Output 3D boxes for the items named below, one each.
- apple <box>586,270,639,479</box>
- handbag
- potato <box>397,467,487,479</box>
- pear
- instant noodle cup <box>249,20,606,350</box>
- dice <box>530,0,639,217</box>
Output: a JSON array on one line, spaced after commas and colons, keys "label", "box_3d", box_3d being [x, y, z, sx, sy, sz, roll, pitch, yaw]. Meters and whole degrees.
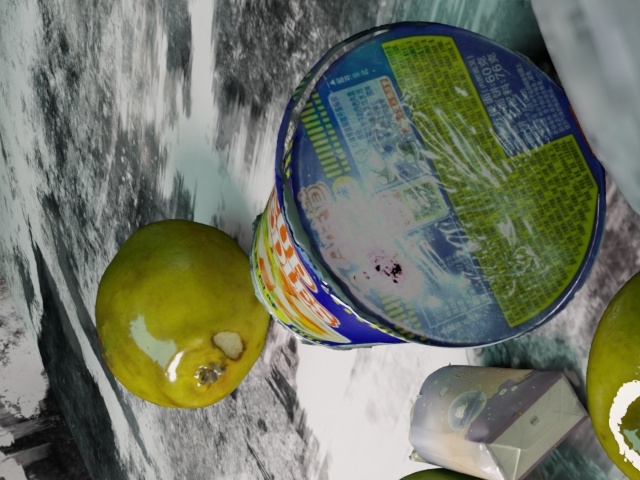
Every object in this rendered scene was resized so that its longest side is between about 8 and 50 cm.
[{"label": "apple", "box_3d": [0.273, 0.097, 0.695, 0.196, 0.157, 0.196, 33, 135, 42]}, {"label": "handbag", "box_3d": [0.156, 0.172, 0.984, 0.095, 0.117, 0.173, 59, 156, -9]}, {"label": "potato", "box_3d": [0.153, 0.341, 0.972, 0.304, 0.216, 0.215, 28, 127, 46]}, {"label": "pear", "box_3d": [-0.201, 0.108, 1.489, 0.321, 0.269, 0.269, -116, 27, -48]}, {"label": "instant noodle cup", "box_3d": [0.061, -0.013, 0.950, 0.312, 0.284, 0.284, 139, 114, -69]}, {"label": "dice", "box_3d": [0.291, -0.156, 0.341, 0.330, 0.348, 0.328, -17, 89, 64]}]
